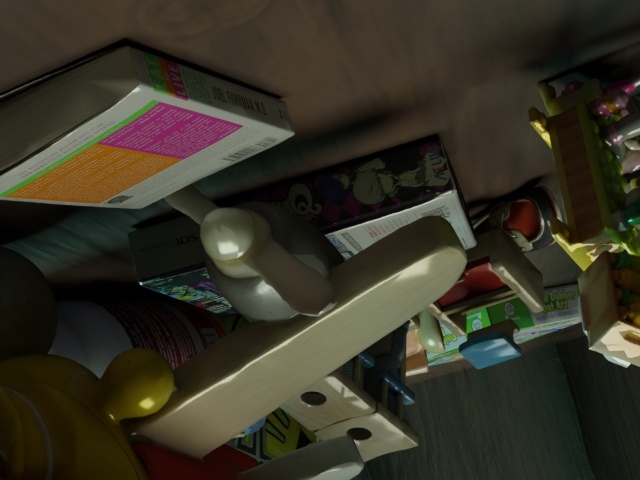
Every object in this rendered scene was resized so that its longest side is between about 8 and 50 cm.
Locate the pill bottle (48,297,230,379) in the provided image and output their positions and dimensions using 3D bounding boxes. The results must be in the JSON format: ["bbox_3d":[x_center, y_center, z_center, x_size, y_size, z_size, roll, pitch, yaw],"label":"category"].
[{"bbox_3d":[-0.168,0.105,1.002,0.121,0.121,0.221,-21,168,27],"label":"pill bottle"}]

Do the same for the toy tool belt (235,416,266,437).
[{"bbox_3d":[-0.061,0.136,1.024,0.051,0.052,0.083,23,-162,27],"label":"toy tool belt"}]

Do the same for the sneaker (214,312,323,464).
[{"bbox_3d":[-0.040,0.200,1.098,0.147,0.384,0.145,-38,144,14],"label":"sneaker"}]

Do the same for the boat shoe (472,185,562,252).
[{"bbox_3d":[0.157,-0.011,1.068,0.043,0.049,0.137,-13,175,-15],"label":"boat shoe"}]

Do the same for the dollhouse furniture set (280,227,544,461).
[{"bbox_3d":[0.069,0.074,1.040,0.184,0.129,0.129,-22,135,29],"label":"dollhouse furniture set"}]

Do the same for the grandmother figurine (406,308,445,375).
[{"bbox_3d":[-0.046,0.126,1.332,0.342,0.104,0.208,-17,175,6],"label":"grandmother figurine"}]

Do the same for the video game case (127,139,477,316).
[{"bbox_3d":[0.000,0.000,0.914,0.210,0.042,0.232,-17,169,8],"label":"video game case"}]

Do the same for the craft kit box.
[{"bbox_3d":[0.245,0.125,1.874,0.250,0.061,0.246,-7,164,-39],"label":"craft kit box"}]

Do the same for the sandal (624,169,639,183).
[{"bbox_3d":[0.295,-0.051,1.067,0.067,0.040,0.179,-11,169,-20],"label":"sandal"}]

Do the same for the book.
[{"bbox_3d":[-0.084,-0.047,0.592,0.096,0.035,0.144,-23,168,20],"label":"book"}]

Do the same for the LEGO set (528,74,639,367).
[{"bbox_3d":[0.192,-0.046,0.707,0.107,0.132,0.287,-27,-172,25],"label":"LEGO set"}]

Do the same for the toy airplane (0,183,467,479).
[{"bbox_3d":[-0.136,0.120,0.764,0.386,0.272,0.384,-28,172,-30],"label":"toy airplane"}]
